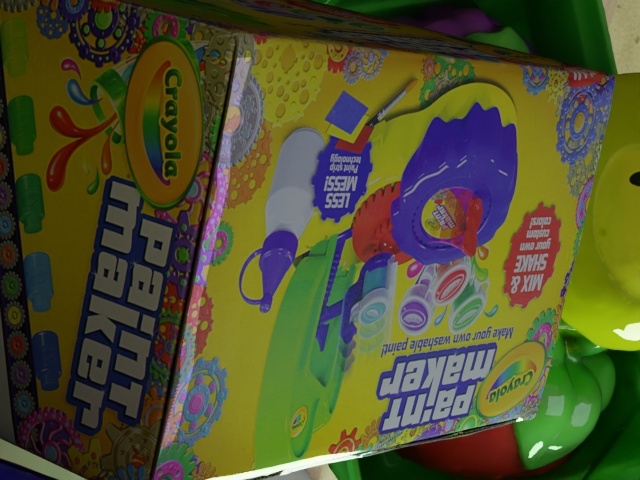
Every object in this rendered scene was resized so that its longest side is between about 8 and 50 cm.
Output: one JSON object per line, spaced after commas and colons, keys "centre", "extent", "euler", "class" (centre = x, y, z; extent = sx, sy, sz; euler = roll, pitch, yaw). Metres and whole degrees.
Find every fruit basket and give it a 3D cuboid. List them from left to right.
{"centre": [0.132, -0.002, 1.119], "extent": [0.283, 0.392, 0.392], "euler": [-12, 131, -21], "class": "fruit basket"}

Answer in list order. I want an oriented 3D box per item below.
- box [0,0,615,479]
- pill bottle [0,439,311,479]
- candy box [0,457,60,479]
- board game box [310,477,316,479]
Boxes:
{"centre": [-0.069, -0.026, 0.787], "extent": [0.290, 0.279, 0.177], "euler": [-3, 108, -55], "class": "box"}
{"centre": [-0.137, 0.223, 1.075], "extent": [0.229, 0.229, 0.407], "euler": [5, 102, -74], "class": "pill bottle"}
{"centre": [-0.179, 0.123, 0.645], "extent": [0.268, 0.317, 0.122], "euler": [60, 50, -70], "class": "candy box"}
{"centre": [-0.042, 0.373, 1.826], "extent": [0.303, 0.098, 0.224], "euler": [60, 49, -69], "class": "board game box"}
